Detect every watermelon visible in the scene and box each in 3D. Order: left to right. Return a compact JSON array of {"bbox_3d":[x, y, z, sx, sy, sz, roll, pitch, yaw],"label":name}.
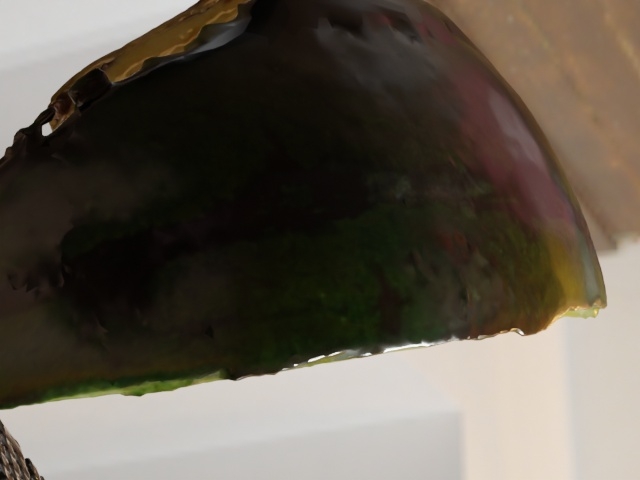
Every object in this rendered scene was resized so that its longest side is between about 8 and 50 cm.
[{"bbox_3d":[0.000,0.000,0.549,0.129,0.123,0.301,-40,163,35],"label":"watermelon"}]

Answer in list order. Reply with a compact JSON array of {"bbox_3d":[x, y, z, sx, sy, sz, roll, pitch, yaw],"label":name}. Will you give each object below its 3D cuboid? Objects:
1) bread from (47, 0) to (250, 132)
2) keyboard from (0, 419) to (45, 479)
[{"bbox_3d":[-0.043,-0.063,1.193,0.210,0.099,0.235,-29,145,9],"label":"bread"},{"bbox_3d":[-0.063,0.127,0.578,0.011,0.067,0.202,-29,123,0],"label":"keyboard"}]
